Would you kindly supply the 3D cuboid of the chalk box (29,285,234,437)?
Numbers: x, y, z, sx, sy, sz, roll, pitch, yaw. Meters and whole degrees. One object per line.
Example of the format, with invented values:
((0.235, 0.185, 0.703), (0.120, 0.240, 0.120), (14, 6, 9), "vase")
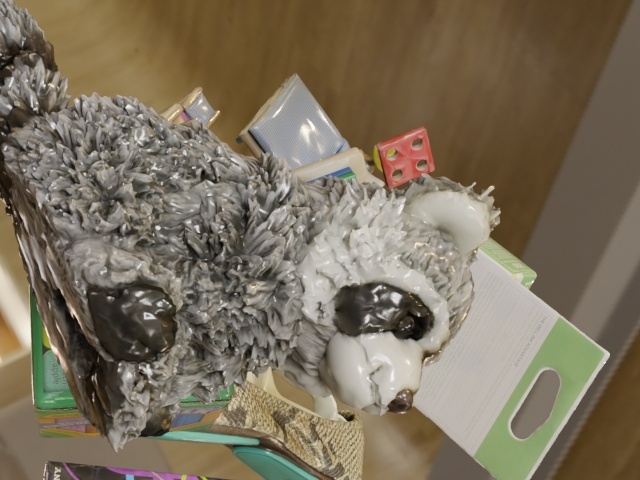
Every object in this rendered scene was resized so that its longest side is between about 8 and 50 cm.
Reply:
((-0.178, 0.075, 1.257), (0.289, 0.179, 0.180), (121, -35, -72), "chalk box")

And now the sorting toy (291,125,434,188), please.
((0.000, 0.000, 1.203), (0.046, 0.274, 0.132), (-124, -163, -53), "sorting toy")

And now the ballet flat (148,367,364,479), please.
((-0.093, 0.210, 1.757), (0.164, 0.182, 0.482), (-1, -20, 34), "ballet flat")

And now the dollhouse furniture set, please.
((-0.017, -0.118, 1.659), (0.198, 0.303, 0.286), (-14, -61, 43), "dollhouse furniture set")

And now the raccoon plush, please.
((-0.071, -0.062, 0.978), (0.447, 0.299, 0.216), (66, -20, 11), "raccoon plush")

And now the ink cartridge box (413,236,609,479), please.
((0.150, 0.100, 1.284), (0.235, 0.056, 0.171), (39, -67, 28), "ink cartridge box")

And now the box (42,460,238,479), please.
((-0.140, 0.232, 1.063), (0.116, 0.162, 0.029), (-94, -166, -45), "box")
